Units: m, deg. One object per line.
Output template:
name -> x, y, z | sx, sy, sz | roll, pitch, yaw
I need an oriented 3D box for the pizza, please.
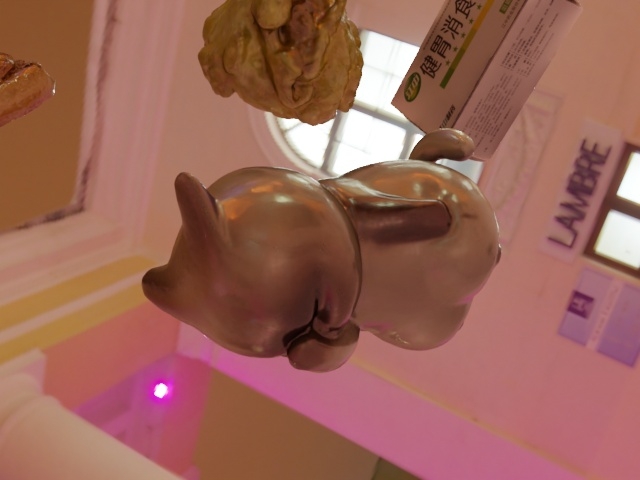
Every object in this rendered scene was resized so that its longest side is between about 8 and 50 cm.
pizza -> -0.388, -0.144, 0.850 | 0.127, 0.246, 0.058 | -96, 12, -46

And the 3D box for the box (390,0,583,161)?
box -> 0.286, -0.327, 1.552 | 0.145, 0.173, 0.332 | 9, -62, -42

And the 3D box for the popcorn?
popcorn -> -0.045, -0.305, 1.411 | 0.250, 0.242, 0.234 | 28, -102, -33

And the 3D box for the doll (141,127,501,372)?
doll -> 0.025, 0.019, 0.933 | 0.370, 0.226, 0.215 | -14, -27, -32
